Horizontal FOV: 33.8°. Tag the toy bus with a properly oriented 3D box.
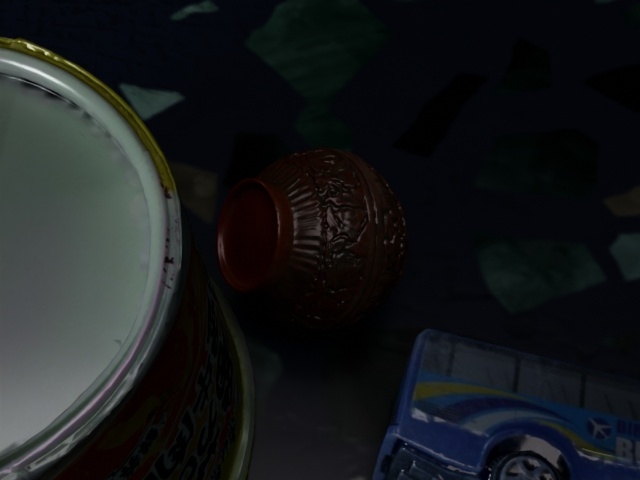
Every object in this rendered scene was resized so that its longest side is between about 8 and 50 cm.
[{"bbox_3d":[0.148,0.113,0.519,0.236,0.079,0.094,13,60,3],"label":"toy bus"}]

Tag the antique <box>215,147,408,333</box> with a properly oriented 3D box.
[{"bbox_3d":[0.000,0.000,0.560,0.104,0.104,0.104,1,62,-3],"label":"antique"}]

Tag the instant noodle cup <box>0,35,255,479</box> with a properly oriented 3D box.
[{"bbox_3d":[-0.155,0.049,0.468,0.264,0.200,0.264,2,63,-4],"label":"instant noodle cup"}]
